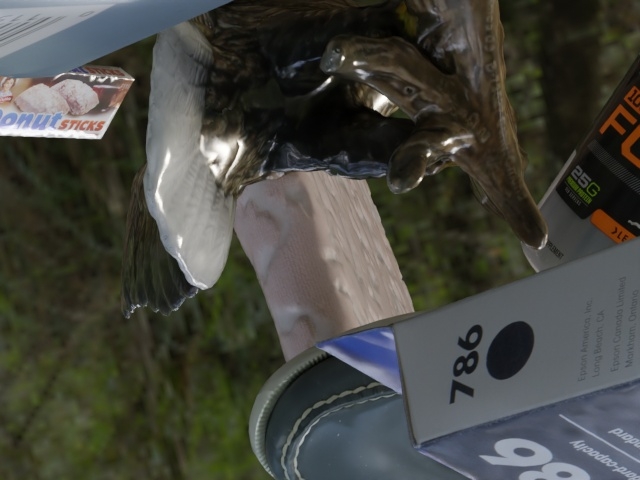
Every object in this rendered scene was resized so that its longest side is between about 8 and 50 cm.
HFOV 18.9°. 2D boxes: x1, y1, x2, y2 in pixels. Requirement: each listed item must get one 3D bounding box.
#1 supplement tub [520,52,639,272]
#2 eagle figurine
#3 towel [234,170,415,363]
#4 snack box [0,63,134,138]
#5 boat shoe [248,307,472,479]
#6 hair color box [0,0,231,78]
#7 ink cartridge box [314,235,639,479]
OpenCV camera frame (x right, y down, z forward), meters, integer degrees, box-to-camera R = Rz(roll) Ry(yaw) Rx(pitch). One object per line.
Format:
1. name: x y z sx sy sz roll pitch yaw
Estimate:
1. supplement tub: 0.201 -0.044 1.016 0.190 0.117 0.117 -58 160 17
2. eagle figurine: -0.028 -0.076 0.809 0.298 0.226 0.225 14 162 48
3. towel: 0.000 0.000 1.153 0.053 0.332 0.317 -23 160 7
4. snack box: -0.226 -0.116 1.583 0.064 0.022 0.178 -58 156 18
5. boat shoe: 0.127 0.110 0.915 0.319 0.116 0.099 8 -158 -14
6. hair color box: -0.151 -0.230 0.498 0.185 0.374 0.114 -9 176 -44
7. ink cartridge box: 0.158 0.055 0.648 0.165 0.065 0.333 30 147 -31
